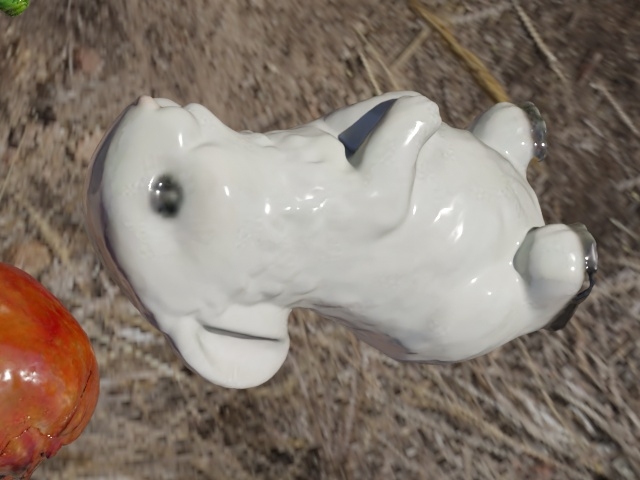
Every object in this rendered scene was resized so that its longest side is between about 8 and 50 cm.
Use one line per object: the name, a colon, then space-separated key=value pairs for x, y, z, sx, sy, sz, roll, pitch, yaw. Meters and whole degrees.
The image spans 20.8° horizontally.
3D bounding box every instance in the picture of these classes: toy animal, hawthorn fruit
toy animal: x=0.000 y=0.000 z=1.244 sx=0.357 sy=0.194 sz=0.258 roll=-2 pitch=134 yaw=-24
hawthorn fruit: x=-0.225 y=0.078 z=1.131 sx=0.148 sy=0.148 sz=0.172 roll=-34 pitch=75 yaw=2

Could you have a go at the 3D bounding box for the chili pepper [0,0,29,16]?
chili pepper: x=-0.237 y=-0.143 z=0.946 sx=0.278 sy=0.122 sz=0.065 roll=1 pitch=71 yaw=26
